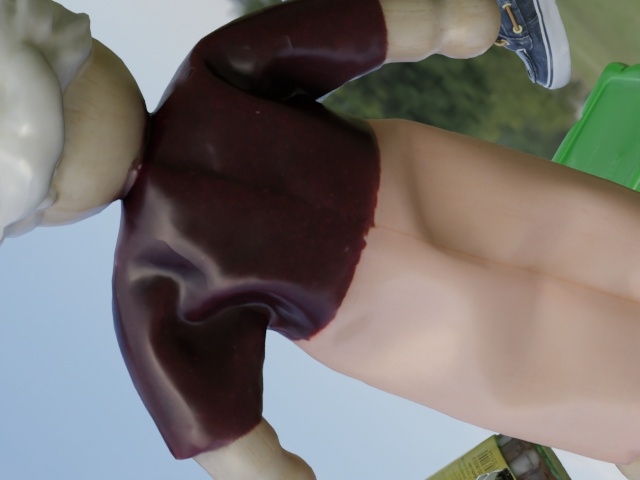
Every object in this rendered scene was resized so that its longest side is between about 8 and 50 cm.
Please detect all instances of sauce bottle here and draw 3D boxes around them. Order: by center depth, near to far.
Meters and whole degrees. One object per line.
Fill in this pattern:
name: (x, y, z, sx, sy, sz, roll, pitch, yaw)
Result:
sauce bottle: (0.080, 0.300, 1.746, 0.111, 0.344, 0.111, 56, -171, -13)

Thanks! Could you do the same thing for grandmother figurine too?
grandmother figurine: (0.000, 0.000, 0.668, 0.342, 0.207, 0.104, 21, 164, -21)

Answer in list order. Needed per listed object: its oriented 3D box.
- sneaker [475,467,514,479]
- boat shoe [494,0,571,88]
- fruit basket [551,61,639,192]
sneaker: (0.078, 0.215, 1.183, 0.271, 0.108, 0.100, -5, -104, -70)
boat shoe: (0.128, -0.171, 1.350, 0.183, 0.083, 0.065, 66, -177, -48)
fruit basket: (0.363, 0.048, 1.731, 0.392, 0.392, 0.283, 41, 172, -21)
